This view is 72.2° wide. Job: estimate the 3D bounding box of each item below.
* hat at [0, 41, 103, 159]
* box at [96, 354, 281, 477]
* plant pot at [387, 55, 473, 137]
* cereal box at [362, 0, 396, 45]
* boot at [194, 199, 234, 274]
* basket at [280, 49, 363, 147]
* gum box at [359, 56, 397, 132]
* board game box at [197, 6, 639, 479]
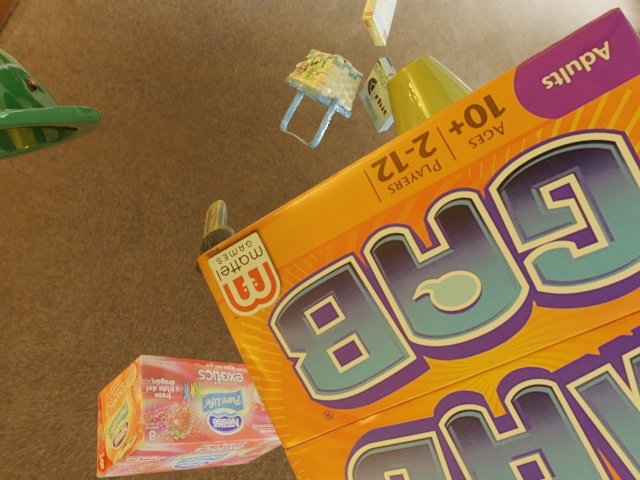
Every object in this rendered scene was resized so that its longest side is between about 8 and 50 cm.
[{"bbox_3d":[-0.257,-0.143,0.272,0.173,0.209,0.183,-23,105,-38],"label":"hat"},{"bbox_3d":[-0.214,0.312,0.781,0.300,0.154,0.142,22,39,-43],"label":"box"},{"bbox_3d":[0.308,-0.325,1.174,0.275,0.275,0.293,-28,87,-28],"label":"plant pot"},{"bbox_3d":[0.225,-0.871,1.611,0.048,0.173,0.239,12,84,25],"label":"cereal box"},{"bbox_3d":[-0.268,-0.033,1.151,0.076,0.189,0.208,29,38,-20],"label":"boot"},{"bbox_3d":[-0.017,-0.466,1.448,0.201,0.255,0.288,15,106,-38],"label":"basket"},{"bbox_3d":[0.202,-0.466,1.417,0.041,0.184,0.156,-20,80,-21],"label":"gum box"},{"bbox_3d":[0.174,0.083,0.467,0.355,0.357,0.357,63,18,7],"label":"board game box"}]
